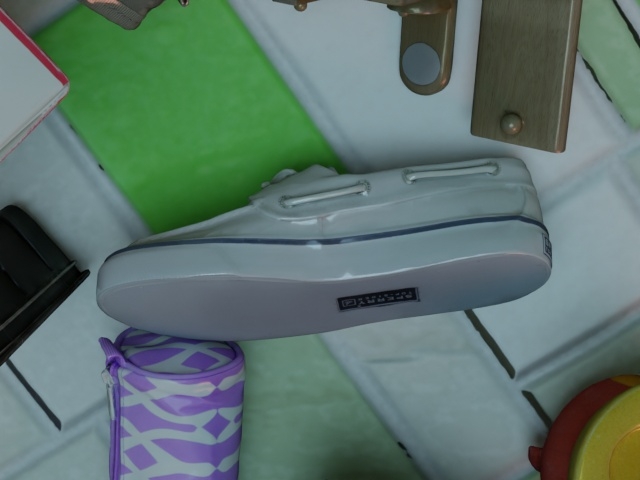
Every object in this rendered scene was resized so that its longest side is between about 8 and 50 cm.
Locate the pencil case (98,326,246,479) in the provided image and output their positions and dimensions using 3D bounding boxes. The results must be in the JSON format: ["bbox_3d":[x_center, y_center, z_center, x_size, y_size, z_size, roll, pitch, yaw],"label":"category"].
[{"bbox_3d":[-0.094,0.149,0.997,0.088,0.086,0.206,-7,110,-31],"label":"pencil case"}]

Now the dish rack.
[{"bbox_3d":[-0.275,0.082,0.928,0.271,0.208,0.074,-32,97,14],"label":"dish rack"}]

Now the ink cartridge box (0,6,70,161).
[{"bbox_3d":[-0.242,-0.091,0.839,0.172,0.237,0.100,47,72,-12],"label":"ink cartridge box"}]

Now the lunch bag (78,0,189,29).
[{"bbox_3d":[-0.117,-0.267,0.813,0.235,0.169,0.287,-43,123,16],"label":"lunch bag"}]

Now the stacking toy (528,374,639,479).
[{"bbox_3d":[0.298,0.115,0.985,0.309,0.130,0.279,30,81,-10],"label":"stacking toy"}]

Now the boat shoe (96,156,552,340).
[{"bbox_3d":[0.000,0.000,0.949,0.258,0.084,0.095,-4,152,-4],"label":"boat shoe"}]

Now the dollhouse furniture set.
[{"bbox_3d":[0.039,-0.104,0.868,0.144,0.151,0.123,15,113,29],"label":"dollhouse furniture set"}]
